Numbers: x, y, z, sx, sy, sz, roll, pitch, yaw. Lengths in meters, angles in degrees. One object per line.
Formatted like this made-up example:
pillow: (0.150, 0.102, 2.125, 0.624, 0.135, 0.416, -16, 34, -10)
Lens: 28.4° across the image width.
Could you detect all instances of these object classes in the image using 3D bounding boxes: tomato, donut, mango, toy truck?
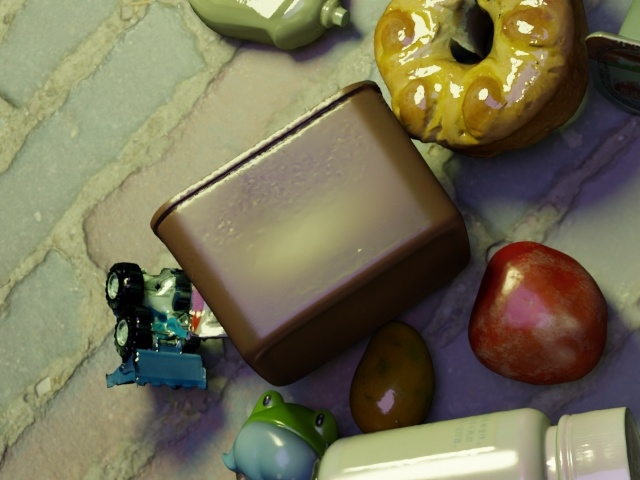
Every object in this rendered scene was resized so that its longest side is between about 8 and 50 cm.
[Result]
tomato: (0.275, 0.091, 1.585, 0.187, 0.151, 0.187, -6, 70, 16)
donut: (0.217, -0.262, 1.668, 0.299, 0.150, 0.317, 20, 87, 43)
mango: (0.098, 0.185, 1.663, 0.111, 0.089, 0.163, 15, 74, 26)
toy truck: (-0.242, 0.137, 1.786, 0.126, 0.113, 0.208, -52, 43, 38)

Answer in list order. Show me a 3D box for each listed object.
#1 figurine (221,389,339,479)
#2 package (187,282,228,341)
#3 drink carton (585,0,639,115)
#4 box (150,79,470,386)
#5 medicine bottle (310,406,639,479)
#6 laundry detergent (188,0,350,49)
figurine: (-0.057, 0.335, 1.665, 0.162, 0.143, 0.263, 17, 100, 32)
package: (-0.066, 0.064, 1.766, 0.232, 0.040, 0.166, -1, 66, 6)
drink carton: (0.454, -0.266, 1.599, 0.185, 0.191, 0.189, 14, 72, 25)
box: (0.000, 0.000, 1.626, 0.339, 0.239, 0.229, -34, 69, -1)
medicine bottle: (0.195, 0.317, 1.519, 0.379, 0.213, 0.213, -12, 72, 19)
laundry detergent: (-0.065, -0.370, 1.873, 0.253, 0.091, 0.181, 24, 80, 26)
